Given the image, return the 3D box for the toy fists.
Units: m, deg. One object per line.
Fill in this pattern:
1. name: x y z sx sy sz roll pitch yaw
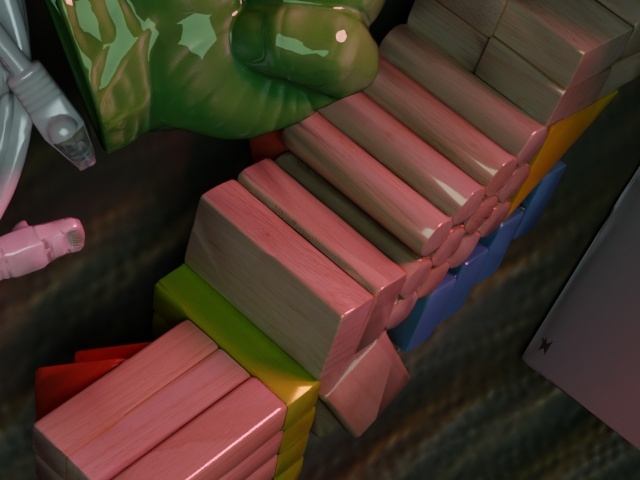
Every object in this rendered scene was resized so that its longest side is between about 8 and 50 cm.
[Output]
1. toy fists: -0.060 -0.176 0.568 0.142 0.096 0.279 -21 94 -10

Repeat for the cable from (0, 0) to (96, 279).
1. cable: -0.242 -0.069 0.570 0.257 0.089 0.257 -25 109 -7

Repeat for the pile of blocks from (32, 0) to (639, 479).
1. pile of blocks: 0.000 0.000 0.662 0.113 0.149 0.362 41 80 21

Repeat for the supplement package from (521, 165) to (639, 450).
1. supplement package: 0.250 0.043 0.703 0.203 0.149 0.194 29 95 -22
